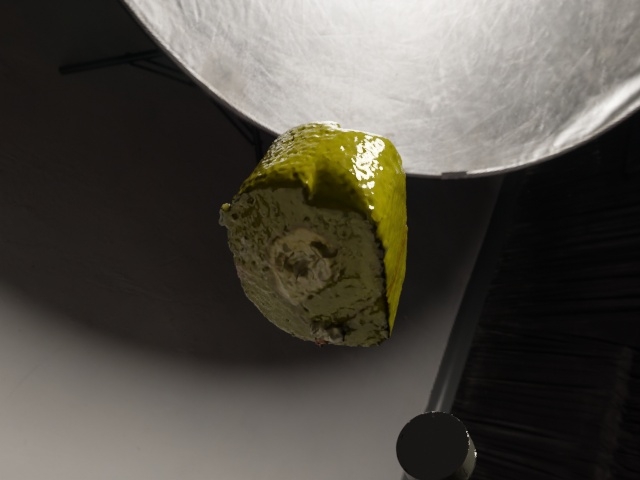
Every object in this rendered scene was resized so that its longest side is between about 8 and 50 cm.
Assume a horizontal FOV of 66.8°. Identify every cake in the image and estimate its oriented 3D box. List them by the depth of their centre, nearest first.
[{"bbox_3d":[0.000,0.000,0.542,0.156,0.179,0.261,-69,157,-43],"label":"cake"}]

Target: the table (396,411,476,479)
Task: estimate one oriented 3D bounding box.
[{"bbox_3d":[0.203,0.372,0.860,0.133,0.133,0.043,-47,124,-29],"label":"table"}]
